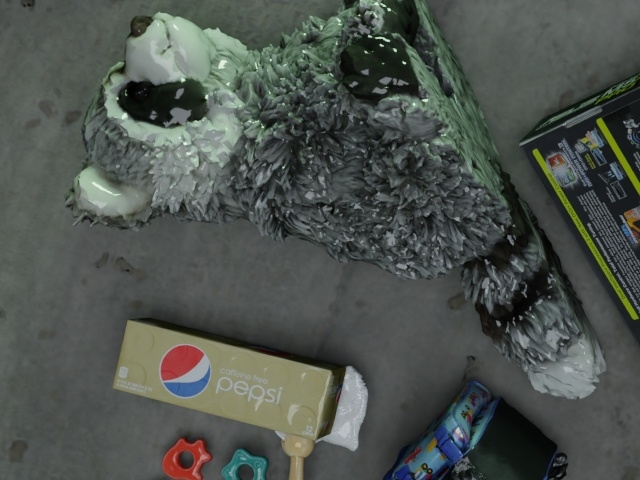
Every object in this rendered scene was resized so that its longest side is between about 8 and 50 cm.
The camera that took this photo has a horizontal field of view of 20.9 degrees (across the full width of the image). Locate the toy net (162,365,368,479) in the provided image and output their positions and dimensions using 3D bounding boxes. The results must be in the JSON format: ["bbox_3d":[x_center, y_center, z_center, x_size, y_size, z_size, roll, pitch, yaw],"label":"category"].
[{"bbox_3d":[-0.052,0.186,1.493,0.122,0.045,0.232,43,98,11],"label":"toy net"}]

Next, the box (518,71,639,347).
[{"bbox_3d":[0.315,-0.014,1.371,0.216,0.060,0.270,-26,99,39],"label":"box"}]

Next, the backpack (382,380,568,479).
[{"bbox_3d":[0.104,0.222,1.438,0.117,0.158,0.173,42,112,3],"label":"backpack"}]

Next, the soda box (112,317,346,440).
[{"bbox_3d":[-0.075,0.114,1.446,0.181,0.058,0.061,13,92,13],"label":"soda box"}]

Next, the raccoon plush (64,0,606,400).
[{"bbox_3d":[0.000,0.000,1.378,0.299,0.216,0.446,-26,99,16],"label":"raccoon plush"}]
